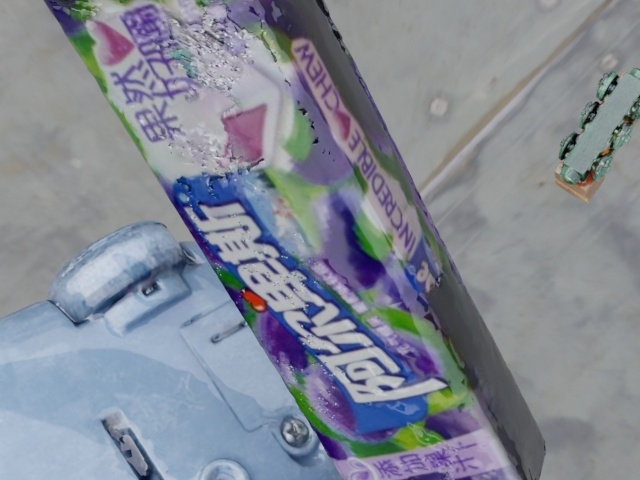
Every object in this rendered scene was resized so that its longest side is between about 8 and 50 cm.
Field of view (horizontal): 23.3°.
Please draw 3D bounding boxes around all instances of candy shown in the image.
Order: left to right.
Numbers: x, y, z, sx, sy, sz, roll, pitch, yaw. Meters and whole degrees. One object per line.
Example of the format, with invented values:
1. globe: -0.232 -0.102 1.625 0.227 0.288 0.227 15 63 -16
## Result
1. candy: 0.000 0.000 0.649 0.088 0.061 0.312 -16 120 26

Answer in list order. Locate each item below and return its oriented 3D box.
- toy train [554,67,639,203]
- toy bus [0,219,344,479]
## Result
1. toy train: 0.214 -0.081 1.161 0.044 0.064 0.103 33 85 18
2. toy bus: -0.130 0.145 0.774 0.294 0.232 0.197 -30 79 -32
